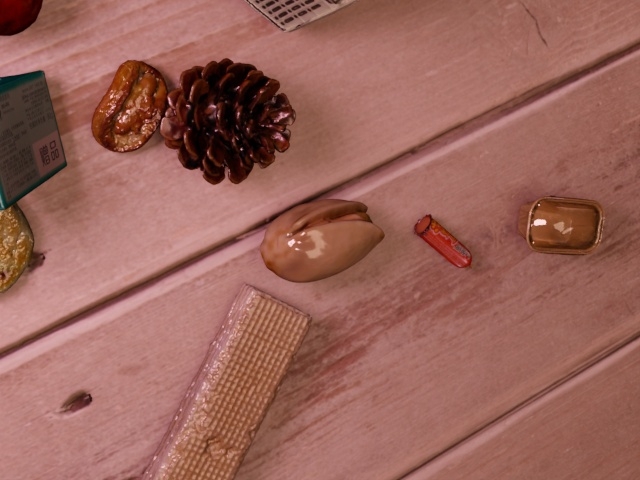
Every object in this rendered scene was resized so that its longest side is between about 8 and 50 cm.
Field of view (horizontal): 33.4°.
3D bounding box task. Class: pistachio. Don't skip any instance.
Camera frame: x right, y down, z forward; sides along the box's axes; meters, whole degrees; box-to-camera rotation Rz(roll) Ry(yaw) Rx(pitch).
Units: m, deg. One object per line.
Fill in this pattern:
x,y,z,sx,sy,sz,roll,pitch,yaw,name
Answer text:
0.000,0.000,1.789,0.215,0.144,0.144,-13,106,-29,pistachio

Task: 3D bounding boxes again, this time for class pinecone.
-0.134,-0.183,1.648,0.207,0.207,0.208,-6,103,-25,pinecone

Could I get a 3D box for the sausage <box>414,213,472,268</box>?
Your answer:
0.232,0.011,1.948,0.145,0.050,0.048,39,88,-28,sausage

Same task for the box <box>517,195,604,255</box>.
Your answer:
0.455,-0.031,2.016,0.177,0.111,0.111,2,100,-27,box

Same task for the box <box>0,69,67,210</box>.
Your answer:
-0.448,-0.139,1.472,0.092,0.245,0.153,-7,106,10,box

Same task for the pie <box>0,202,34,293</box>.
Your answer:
-0.520,0.004,1.583,0.186,0.041,0.187,-6,103,-25,pie

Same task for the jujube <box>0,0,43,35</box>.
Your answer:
-0.453,-0.439,1.427,0.223,0.223,0.318,-7,113,-25,jujube

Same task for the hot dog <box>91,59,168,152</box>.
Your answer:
-0.294,-0.205,1.637,0.099,0.065,0.147,33,84,-37,hot dog

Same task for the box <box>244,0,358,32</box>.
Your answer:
-0.018,-0.451,1.595,0.220,0.290,0.166,36,64,-28,box

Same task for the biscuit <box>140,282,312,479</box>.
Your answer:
-0.168,0.287,1.795,0.144,0.078,0.426,27,88,-27,biscuit
